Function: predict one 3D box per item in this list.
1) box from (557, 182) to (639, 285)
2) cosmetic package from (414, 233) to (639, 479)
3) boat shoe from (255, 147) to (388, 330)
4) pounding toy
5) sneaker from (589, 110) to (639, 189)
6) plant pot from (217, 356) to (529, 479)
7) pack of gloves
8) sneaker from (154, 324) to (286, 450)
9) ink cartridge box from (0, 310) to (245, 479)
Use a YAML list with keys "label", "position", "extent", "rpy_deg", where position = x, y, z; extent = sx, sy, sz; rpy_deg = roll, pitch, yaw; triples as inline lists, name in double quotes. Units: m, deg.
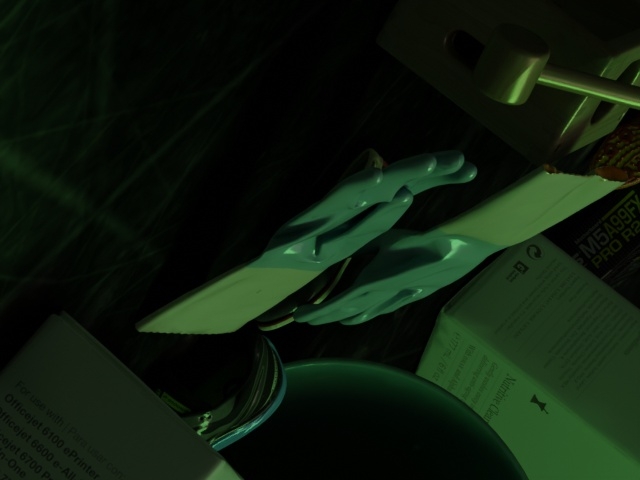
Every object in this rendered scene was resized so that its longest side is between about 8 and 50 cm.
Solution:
- label: "box"
  position: [0.348, -0.018, 2.112]
  extent: [0.216, 0.060, 0.270]
  rpy_deg: [-44, 169, 21]
- label: "cosmetic package"
  position: [0.284, 0.195, 1.875]
  extent: [0.156, 0.385, 0.217]
  rpy_deg: [-42, 162, -32]
- label: "boat shoe"
  position: [0.000, 0.000, 1.249]
  extent: [0.137, 0.049, 0.043]
  rpy_deg: [-45, 122, -11]
- label: "pounding toy"
  position: [0.125, -0.094, 1.116]
  extent: [0.206, 0.181, 0.094]
  rpy_deg: [-25, 151, -58]
- label: "sneaker"
  position: [0.330, -0.101, 1.942]
  extent: [0.175, 0.064, 0.067]
  rpy_deg: [-40, 172, -28]
- label: "plant pot"
  position: [-0.011, 0.253, 1.387]
  extent: [0.293, 0.293, 0.235]
  rpy_deg: [-44, 178, -24]
- label: "pack of gloves"
  position: [0.031, -0.009, 1.129]
  extent: [0.195, 0.046, 0.232]
  rpy_deg: [5, 151, -46]
- label: "sneaker"
  position: [-0.100, 0.121, 1.229]
  extent: [0.188, 0.067, 0.078]
  rpy_deg: [-43, 142, -22]
- label: "ink cartridge box"
  position: [-0.178, 0.212, 1.055]
  extent: [0.307, 0.129, 0.223]
  rpy_deg: [-49, 165, -8]
